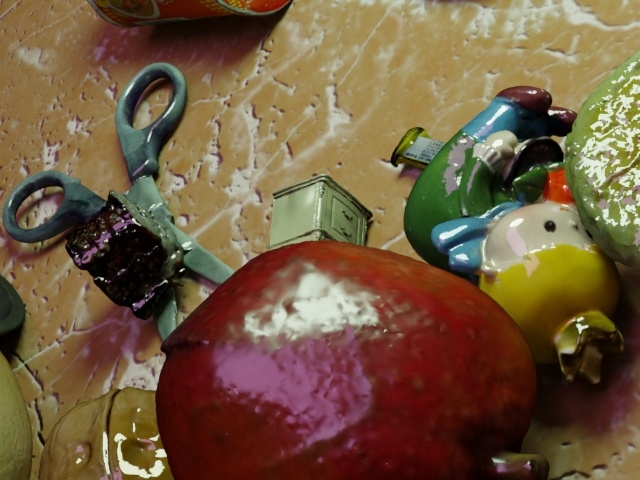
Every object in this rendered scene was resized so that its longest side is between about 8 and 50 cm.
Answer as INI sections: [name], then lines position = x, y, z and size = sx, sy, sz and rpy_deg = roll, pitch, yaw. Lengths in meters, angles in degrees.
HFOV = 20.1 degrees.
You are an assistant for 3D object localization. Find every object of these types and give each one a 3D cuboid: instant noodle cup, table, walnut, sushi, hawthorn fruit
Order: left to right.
[sushi]
position = -0.186, 0.009, 1.731
size = 0.084, 0.094, 0.098
rpy_deg = -46, 39, 3
[walnut]
position = -0.155, 0.216, 1.518
size = 0.167, 0.167, 0.207
rpy_deg = -29, 45, 21
[instant noodle cup]
position = -0.150, -0.314, 1.944
size = 0.212, 0.193, 0.193
rpy_deg = -9, 53, 46
[table]
position = 0.000, 0.000, 1.618
size = 0.062, 0.079, 0.083
rpy_deg = -19, 49, 32
[hawthorn fruit]
position = 0.040, 0.134, 1.345
size = 0.307, 0.265, 0.265
rpy_deg = 6, 63, 36

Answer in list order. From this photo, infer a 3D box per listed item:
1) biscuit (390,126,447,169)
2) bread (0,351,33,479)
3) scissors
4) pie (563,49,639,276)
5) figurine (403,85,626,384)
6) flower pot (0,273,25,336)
[biscuit]
position = 0.166, -0.055, 1.557
size = 0.292, 0.026, 0.048
rpy_deg = 22, 70, 48
[bread]
position = -0.457, 0.207, 1.666
size = 0.376, 0.348, 0.253
rpy_deg = -25, 5, 31
[scissors]
position = -0.180, -0.023, 1.832
size = 0.256, 0.029, 0.383
rpy_deg = -44, 41, 2
[pie]
position = 0.324, -0.064, 1.358
size = 0.277, 0.078, 0.277
rpy_deg = -14, 51, 18
[figurine]
position = 0.179, -0.007, 1.429
size = 0.185, 0.127, 0.234
rpy_deg = -47, 37, 1
[flower pot]
position = -0.441, 0.087, 1.857
size = 0.148, 0.235, 0.235
rpy_deg = -60, 38, 15
